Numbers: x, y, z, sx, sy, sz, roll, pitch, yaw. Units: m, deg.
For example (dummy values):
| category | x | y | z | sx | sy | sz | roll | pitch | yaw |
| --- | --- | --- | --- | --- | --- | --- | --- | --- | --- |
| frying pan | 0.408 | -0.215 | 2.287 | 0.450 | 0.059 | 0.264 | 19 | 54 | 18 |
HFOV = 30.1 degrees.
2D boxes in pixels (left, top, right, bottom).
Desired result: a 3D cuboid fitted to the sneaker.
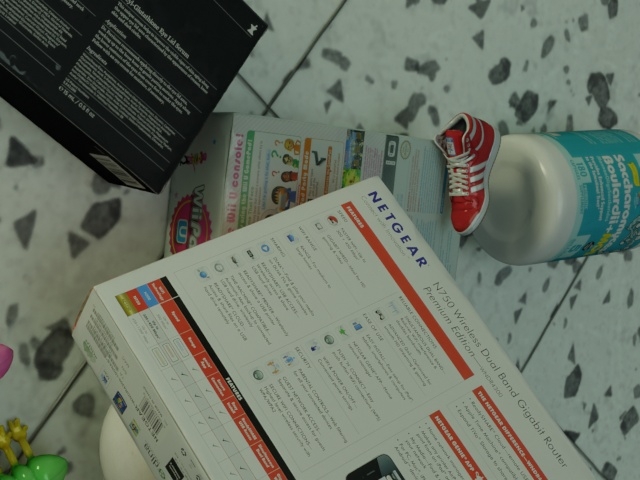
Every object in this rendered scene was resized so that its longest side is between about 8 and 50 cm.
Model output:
| category | x | y | z | sx | sy | sz | roll | pitch | yaw |
| --- | --- | --- | --- | --- | --- | --- | --- | --- | --- |
| sneaker | 0.140 | -0.069 | 1.185 | 0.067 | 0.042 | 0.118 | 26 | 73 | -43 |

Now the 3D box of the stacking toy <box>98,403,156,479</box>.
| category | x | y | z | sx | sy | sz | roll | pitch | yaw |
| --- | --- | --- | --- | --- | --- | --- | --- | --- | --- |
| stacking toy | -0.064 | 0.335 | 0.992 | 0.350 | 0.350 | 0.480 | -10 | 75 | -37 |

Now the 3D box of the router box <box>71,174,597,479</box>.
| category | x | y | z | sx | sy | sz | roll | pitch | yaw |
| --- | --- | --- | --- | --- | --- | --- | --- | --- | --- |
| router box | 0.015 | 0.139 | 0.961 | 0.301 | 0.082 | 0.335 | -22 | 70 | -35 |

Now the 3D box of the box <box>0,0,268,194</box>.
| category | x | y | z | sx | sy | sz | roll | pitch | yaw |
| --- | --- | --- | --- | --- | --- | --- | --- | --- | --- |
| box | -0.196 | -0.189 | 0.979 | 0.261 | 0.103 | 0.184 | 42 | 74 | -34 |

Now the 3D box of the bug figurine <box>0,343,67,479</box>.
| category | x | y | z | sx | sy | sz | roll | pitch | yaw |
| --- | --- | --- | --- | --- | --- | --- | --- | --- | --- |
| bug figurine | -0.319 | 0.185 | 0.955 | 0.216 | 0.072 | 0.279 | -33 | 115 | -31 |

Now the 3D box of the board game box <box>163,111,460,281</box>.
| category | x | y | z | sx | sy | sz | roll | pitch | yaw |
| --- | --- | --- | --- | --- | --- | --- | --- | --- | --- |
| board game box | 0.000 | 0.000 | 1.169 | 0.303 | 0.097 | 0.224 | 4 | 93 | -40 |

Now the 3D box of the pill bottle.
| category | x | y | z | sx | sy | sz | roll | pitch | yaw |
| --- | --- | --- | --- | --- | --- | --- | --- | --- | --- |
| pill bottle | 0.302 | -0.054 | 1.370 | 0.264 | 0.146 | 0.146 | -7 | 101 | -38 |
